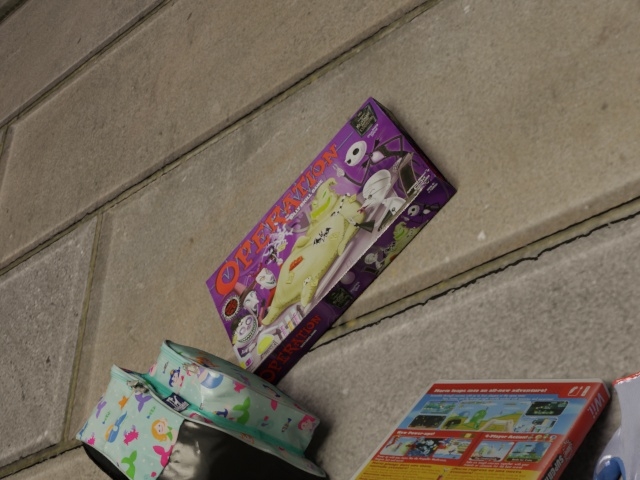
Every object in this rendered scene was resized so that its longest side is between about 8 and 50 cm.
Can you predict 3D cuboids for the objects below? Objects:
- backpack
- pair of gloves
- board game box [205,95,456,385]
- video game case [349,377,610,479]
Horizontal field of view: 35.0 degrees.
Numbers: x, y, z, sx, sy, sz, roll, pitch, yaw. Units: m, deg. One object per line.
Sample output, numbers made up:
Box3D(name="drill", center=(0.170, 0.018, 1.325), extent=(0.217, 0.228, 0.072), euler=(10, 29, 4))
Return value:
Box3D(name="backpack", center=(-0.143, 0.225, 1.152), extent=(0.254, 0.225, 0.191), euler=(6, 69, 48))
Box3D(name="pair of gloves", center=(0.315, 0.166, 0.849), extent=(0.198, 0.023, 0.159), euler=(-25, 48, 35))
Box3D(name="board game box", center=(0.000, 0.000, 1.294), extent=(0.347, 0.056, 0.208), euler=(-48, 35, 14))
Box3D(name="video game case", center=(0.112, 0.218, 0.910), extent=(0.204, 0.025, 0.285), euler=(-9, 25, 45))
